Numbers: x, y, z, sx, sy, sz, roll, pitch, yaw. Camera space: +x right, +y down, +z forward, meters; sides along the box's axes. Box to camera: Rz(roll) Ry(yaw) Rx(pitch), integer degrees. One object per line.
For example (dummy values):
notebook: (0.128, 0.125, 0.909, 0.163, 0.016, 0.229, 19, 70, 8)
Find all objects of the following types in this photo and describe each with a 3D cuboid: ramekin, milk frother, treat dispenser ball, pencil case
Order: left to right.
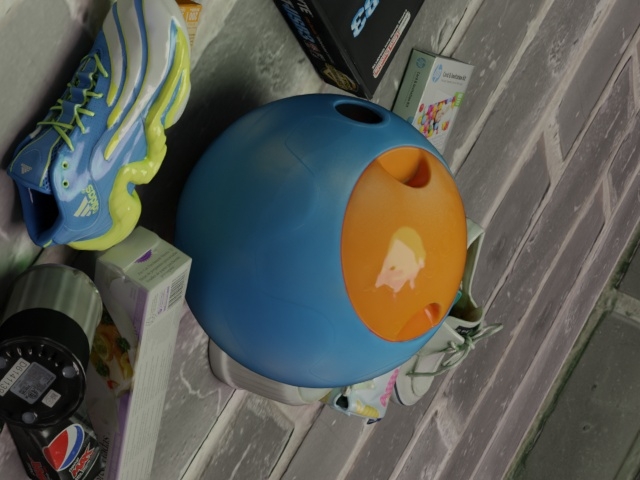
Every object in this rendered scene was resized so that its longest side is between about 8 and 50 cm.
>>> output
milk frother: (-0.261, 0.072, 1.089, 0.143, 0.129, 0.134, 55, 11, -22)
ramekin: (-0.027, 0.096, 1.569, 0.207, 0.109, 0.207, -46, 150, -37)
treat dispenser ball: (0.000, 0.000, 1.314, 0.288, 0.288, 0.288, -46, 150, -38)
pencil case: (0.075, 0.101, 1.781, 0.273, 0.113, 0.124, -68, 160, 4)

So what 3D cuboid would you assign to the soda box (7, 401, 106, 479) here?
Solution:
soda box: (-0.249, 0.169, 1.234, 0.053, 0.060, 0.169, -47, 150, -31)

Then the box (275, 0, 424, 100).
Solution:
box: (0.059, -0.338, 1.393, 0.295, 0.073, 0.293, -60, 155, -11)

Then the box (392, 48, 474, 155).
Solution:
box: (0.132, -0.152, 1.759, 0.145, 0.038, 0.186, -4, 115, -64)

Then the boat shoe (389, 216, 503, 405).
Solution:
boat shoe: (0.188, 0.117, 1.979, 0.136, 0.156, 0.367, -37, 143, -48)

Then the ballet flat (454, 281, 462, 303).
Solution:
ballet flat: (0.110, 0.119, 1.895, 0.091, 0.077, 0.241, 10, 128, -50)

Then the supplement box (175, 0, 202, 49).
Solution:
supplement box: (-0.144, -0.163, 1.171, 0.062, 0.036, 0.098, -19, 129, -58)

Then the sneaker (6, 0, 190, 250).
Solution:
sneaker: (-0.182, -0.091, 1.092, 0.126, 0.091, 0.240, -24, 134, -56)

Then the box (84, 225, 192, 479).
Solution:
box: (-0.185, 0.131, 1.271, 0.067, 0.063, 0.324, -40, 154, -43)
